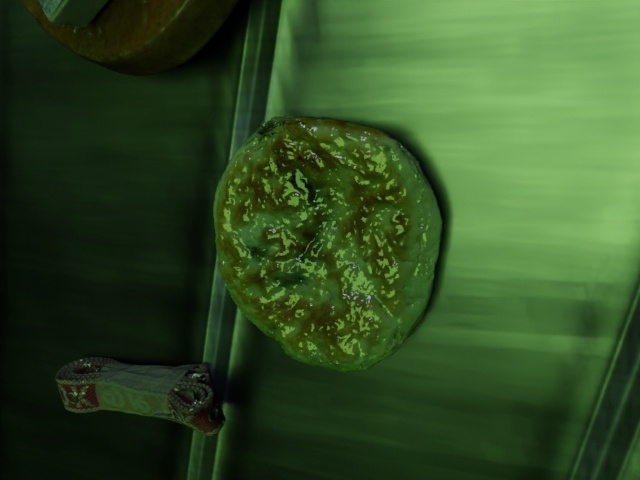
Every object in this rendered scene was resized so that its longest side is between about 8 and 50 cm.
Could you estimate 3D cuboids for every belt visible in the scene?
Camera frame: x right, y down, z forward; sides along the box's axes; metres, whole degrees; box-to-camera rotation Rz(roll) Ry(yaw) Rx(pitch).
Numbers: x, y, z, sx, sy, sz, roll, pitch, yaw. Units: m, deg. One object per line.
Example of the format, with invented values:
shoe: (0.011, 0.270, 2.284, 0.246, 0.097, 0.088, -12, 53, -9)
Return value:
belt: (-0.201, 0.167, 0.695, 0.232, 0.071, 0.053, 1, 109, 29)

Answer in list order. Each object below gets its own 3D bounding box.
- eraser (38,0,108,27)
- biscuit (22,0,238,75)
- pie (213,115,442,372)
eraser: (-0.240, -0.299, 0.535, 0.092, 0.046, 0.212, -34, 81, 29)
biscuit: (-0.161, -0.361, 0.549, 0.350, 0.070, 0.394, 47, 117, 14)
pie: (0.000, 0.000, 0.563, 0.241, 0.054, 0.240, 5, 102, 26)
